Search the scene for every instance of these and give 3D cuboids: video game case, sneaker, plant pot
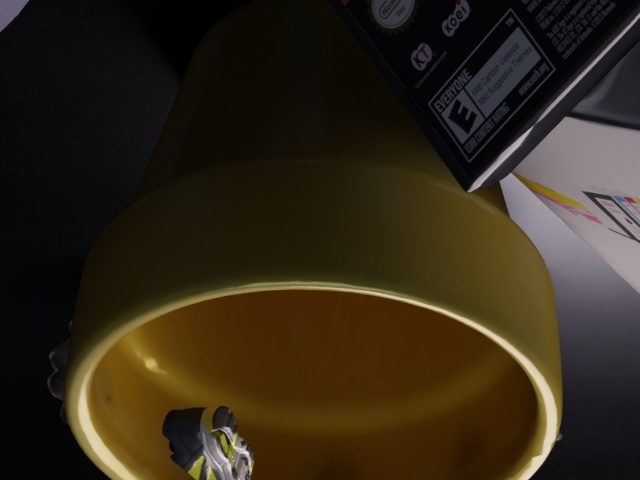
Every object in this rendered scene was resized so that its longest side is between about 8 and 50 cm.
[{"bbox_3d":[0.069,-0.193,0.813,0.035,0.248,0.275,-24,163,-41],"label":"video game case"},{"bbox_3d":[-0.057,0.108,1.000,0.035,0.031,0.083,7,140,17],"label":"sneaker"},{"bbox_3d":[0.000,0.000,1.070,0.254,0.239,0.254,2,144,1],"label":"plant pot"}]

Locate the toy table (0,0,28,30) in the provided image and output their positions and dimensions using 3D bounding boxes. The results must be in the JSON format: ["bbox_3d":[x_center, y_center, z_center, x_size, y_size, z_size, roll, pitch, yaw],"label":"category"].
[{"bbox_3d":[-0.185,-0.212,0.866,0.252,0.161,0.274,20,140,-22],"label":"toy table"}]

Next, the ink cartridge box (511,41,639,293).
[{"bbox_3d":[0.199,-0.077,0.966,0.168,0.171,0.233,17,163,50],"label":"ink cartridge box"}]

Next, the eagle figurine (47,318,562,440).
[{"bbox_3d":[-0.008,0.127,1.322,0.298,0.225,0.226,18,106,28],"label":"eagle figurine"}]
